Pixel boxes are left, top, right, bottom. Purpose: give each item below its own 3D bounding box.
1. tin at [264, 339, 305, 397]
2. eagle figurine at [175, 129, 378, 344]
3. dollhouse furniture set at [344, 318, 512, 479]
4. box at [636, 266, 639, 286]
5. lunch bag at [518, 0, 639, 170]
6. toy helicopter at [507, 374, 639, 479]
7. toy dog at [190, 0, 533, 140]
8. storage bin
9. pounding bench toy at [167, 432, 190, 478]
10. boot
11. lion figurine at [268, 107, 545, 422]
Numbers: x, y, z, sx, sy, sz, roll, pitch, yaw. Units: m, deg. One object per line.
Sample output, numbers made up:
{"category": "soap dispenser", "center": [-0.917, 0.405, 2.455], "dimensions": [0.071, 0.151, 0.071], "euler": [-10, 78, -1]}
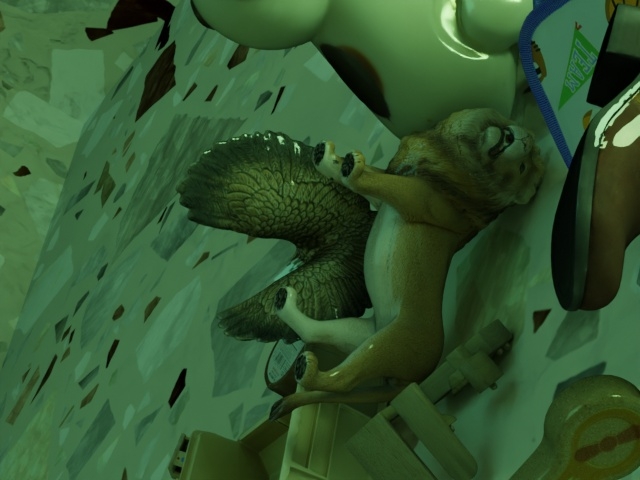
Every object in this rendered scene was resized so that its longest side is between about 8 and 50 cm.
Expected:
{"category": "tin", "center": [-0.011, 0.119, 1.989], "dimensions": [0.189, 0.040, 0.106], "euler": [-58, 24, 4]}
{"category": "eagle figurine", "center": [-0.006, 0.009, 1.763], "dimensions": [0.226, 0.298, 0.225], "euler": [24, 96, 28]}
{"category": "dollhouse furniture set", "center": [0.142, 0.187, 1.526], "dimensions": [0.144, 0.123, 0.151], "euler": [-46, -11, 33]}
{"category": "box", "center": [0.326, 0.003, 1.168], "dimensions": [0.072, 0.137, 0.126], "euler": [-34, 32, 55]}
{"category": "lunch bag", "center": [0.349, -0.240, 1.344], "dimensions": [0.328, 0.239, 0.385], "euler": [-27, 54, 56]}
{"category": "toy helicopter", "center": [0.121, 0.240, 1.189], "dimensions": [0.355, 0.235, 0.140], "euler": [-54, 20, 16]}
{"category": "toy dog", "center": [0.045, -0.279, 1.785], "dimensions": [0.284, 0.408, 0.395], "euler": [-170, 102, -80]}
{"category": "storage bin", "center": [-0.055, 0.275, 1.738], "dimensions": [0.262, 0.123, 0.260], "euler": [-42, 26, 41]}
{"category": "pounding bench toy", "center": [-0.164, 0.307, 2.062], "dimensions": [0.083, 0.065, 0.052], "euler": [88, -159, -65]}
{"category": "boot", "center": [0.317, -0.030, 1.083], "dimensions": [0.096, 0.281, 0.264], "euler": [101, -172, -53]}
{"category": "lion figurine", "center": [0.093, 0.031, 1.634], "dimensions": [0.142, 0.240, 0.392], "euler": [15, 87, 62]}
